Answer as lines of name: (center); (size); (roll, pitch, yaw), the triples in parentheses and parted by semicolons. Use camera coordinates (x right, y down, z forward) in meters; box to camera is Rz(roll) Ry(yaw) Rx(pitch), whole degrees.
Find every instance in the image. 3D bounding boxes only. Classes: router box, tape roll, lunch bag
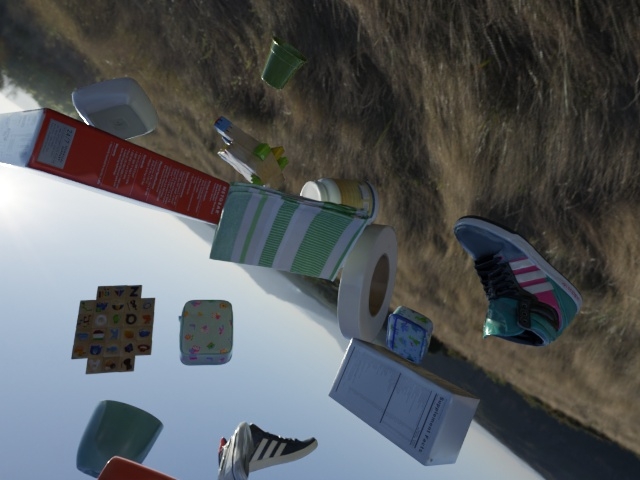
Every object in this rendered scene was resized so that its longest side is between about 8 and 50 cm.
router box: (-0.385, -0.124, 0.721); (0.335, 0.082, 0.301); (13, 176, 40)
tape roll: (0.162, 0.135, 1.303); (0.072, 0.392, 0.392); (9, 161, 24)
lunch bag: (-0.470, 0.371, 1.660); (0.224, 0.279, 0.108); (0, 134, -13)
lunch bag: (0.359, 0.386, 1.663); (0.176, 0.090, 0.219); (26, 133, 31)

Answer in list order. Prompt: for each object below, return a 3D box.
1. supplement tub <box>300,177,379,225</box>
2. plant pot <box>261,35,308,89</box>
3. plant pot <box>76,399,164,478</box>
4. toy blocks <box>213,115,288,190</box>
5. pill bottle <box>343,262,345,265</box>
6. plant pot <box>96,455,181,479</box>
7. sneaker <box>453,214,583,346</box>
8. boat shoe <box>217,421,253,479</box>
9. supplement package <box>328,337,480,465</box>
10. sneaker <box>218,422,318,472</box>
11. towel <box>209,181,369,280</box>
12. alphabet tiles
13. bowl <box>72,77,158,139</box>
supplement tub: (0.055, -0.109, 1.184); (0.199, 0.144, 0.144); (-2, -167, -32)
plant pot: (-0.082, -0.356, 0.826); (0.083, 0.079, 0.083); (29, -150, -19)
plant pot: (-0.828, 0.823, 1.632); (0.293, 0.235, 0.293); (9, 135, 9)
toy blocks: (-0.290, -0.325, 1.589); (0.261, 0.191, 0.381); (36, 173, 12)
pill bottle: (0.000, 0.000, 1.398); (0.334, 0.188, 0.188); (5, -172, -31)
plant pot: (-0.485, 0.751, 1.087); (0.243, 0.275, 0.275); (14, 173, -7)
sneaker: (0.351, 0.100, 0.784); (0.295, 0.178, 0.124); (39, 157, 1)
boat shoe: (-0.226, 0.548, 1.054); (0.226, 0.076, 0.083); (171, 81, -85)
supplement package: (0.162, 0.316, 0.813); (0.244, 0.139, 0.134); (20, 174, 45)
sneaker: (-0.184, 0.710, 1.419); (0.350, 0.148, 0.131); (-6, 155, -19)
towel: (-0.077, -0.009, 0.945); (0.325, 0.248, 0.038); (11, -137, -17)
alphabet tiles: (-0.800, 0.339, 1.577); (0.285, 0.342, 0.011); (-1, 156, -9)
bowl: (-0.432, -0.266, 0.861); (0.142, 0.142, 0.053); (81, 174, -64)
